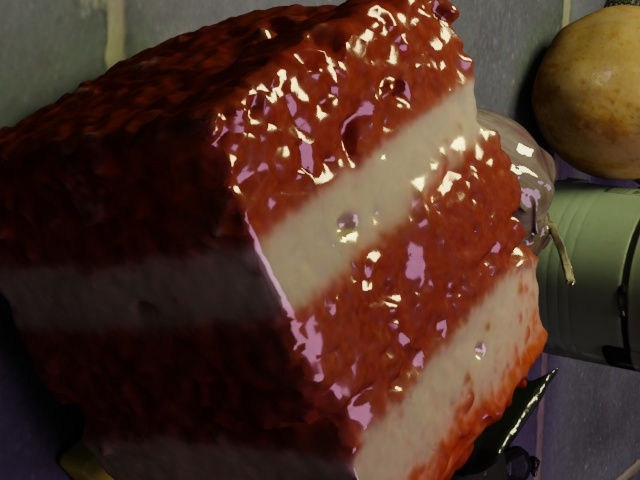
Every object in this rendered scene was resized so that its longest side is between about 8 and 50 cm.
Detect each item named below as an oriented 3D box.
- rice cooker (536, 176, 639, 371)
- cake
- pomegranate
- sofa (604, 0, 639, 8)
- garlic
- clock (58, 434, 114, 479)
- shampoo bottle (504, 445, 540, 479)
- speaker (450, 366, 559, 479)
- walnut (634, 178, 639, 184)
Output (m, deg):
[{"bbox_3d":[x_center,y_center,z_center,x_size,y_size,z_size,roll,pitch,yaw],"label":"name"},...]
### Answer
[{"bbox_3d":[0.346,0.041,1.634,0.226,0.244,0.226,-12,105,-53],"label":"rice cooker"},{"bbox_3d":[-0.035,0.018,0.966,0.270,0.269,0.319,-40,116,-43],"label":"cake"},{"bbox_3d":[0.347,-0.171,1.625,0.207,0.207,0.207,-21,115,-53],"label":"pomegranate"},{"bbox_3d":[0.401,-0.312,1.809,0.118,0.039,0.060,-64,145,-23],"label":"sofa"},{"bbox_3d":[0.147,-0.001,1.366,0.207,0.256,0.207,-17,142,-13],"label":"garlic"},{"bbox_3d":[-0.070,0.132,1.172,0.277,0.071,0.293,52,55,-49],"label":"clock"},{"bbox_3d":[0.230,0.274,1.712,0.137,0.027,0.048,7,83,-57],"label":"shampoo bottle"},{"bbox_3d":[0.151,0.302,1.455,0.180,0.184,0.388,-46,135,-42],"label":"speaker"},{"bbox_3d":[0.463,-0.168,1.835,0.178,0.178,0.230,57,48,-47],"label":"walnut"}]
